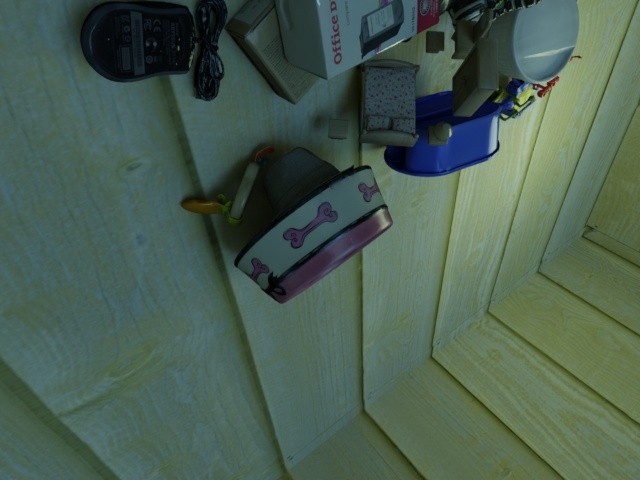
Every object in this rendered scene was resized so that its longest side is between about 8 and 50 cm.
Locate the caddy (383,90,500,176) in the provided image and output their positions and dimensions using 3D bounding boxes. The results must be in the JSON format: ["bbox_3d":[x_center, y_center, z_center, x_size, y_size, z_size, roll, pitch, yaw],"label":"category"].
[{"bbox_3d":[0.341,-0.287,1.294,0.340,0.241,0.179,-19,127,-15],"label":"caddy"}]

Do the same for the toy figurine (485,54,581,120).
[{"bbox_3d":[0.664,-0.464,1.533,0.362,0.191,0.217,-42,147,-7],"label":"toy figurine"}]

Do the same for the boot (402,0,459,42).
[{"bbox_3d":[0.237,-0.624,0.987,0.222,0.118,0.339,-43,142,-29],"label":"boot"}]

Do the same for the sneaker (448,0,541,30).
[{"bbox_3d":[0.444,-0.645,1.155,0.281,0.163,0.106,-22,145,11],"label":"sneaker"}]

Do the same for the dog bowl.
[{"bbox_3d":[0.000,0.000,1.122,0.407,0.151,0.408,-35,175,-3],"label":"dog bowl"}]

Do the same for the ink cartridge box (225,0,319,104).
[{"bbox_3d":[-0.044,-0.431,0.928,0.235,0.088,0.193,-48,141,-2],"label":"ink cartridge box"}]

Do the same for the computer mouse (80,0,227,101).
[{"bbox_3d":[-0.288,-0.337,0.791,0.272,0.072,0.189,-22,134,-48],"label":"computer mouse"}]

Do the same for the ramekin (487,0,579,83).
[{"bbox_3d":[0.614,-0.604,1.350,0.272,0.127,0.273,-9,110,-25],"label":"ramekin"}]

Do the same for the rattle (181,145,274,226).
[{"bbox_3d":[-0.207,-0.143,1.059,0.130,0.142,0.200,-5,114,-81],"label":"rattle"}]

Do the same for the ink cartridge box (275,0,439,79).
[{"bbox_3d":[0.075,-0.468,0.843,0.306,0.131,0.226,-36,139,-22],"label":"ink cartridge box"}]

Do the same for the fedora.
[{"bbox_3d":[-0.050,-0.137,1.092,0.243,0.124,0.275,-36,175,-10],"label":"fedora"}]

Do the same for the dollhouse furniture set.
[{"bbox_3d":[0.204,-0.393,1.063,0.174,0.354,0.304,113,-21,-82],"label":"dollhouse furniture set"}]
